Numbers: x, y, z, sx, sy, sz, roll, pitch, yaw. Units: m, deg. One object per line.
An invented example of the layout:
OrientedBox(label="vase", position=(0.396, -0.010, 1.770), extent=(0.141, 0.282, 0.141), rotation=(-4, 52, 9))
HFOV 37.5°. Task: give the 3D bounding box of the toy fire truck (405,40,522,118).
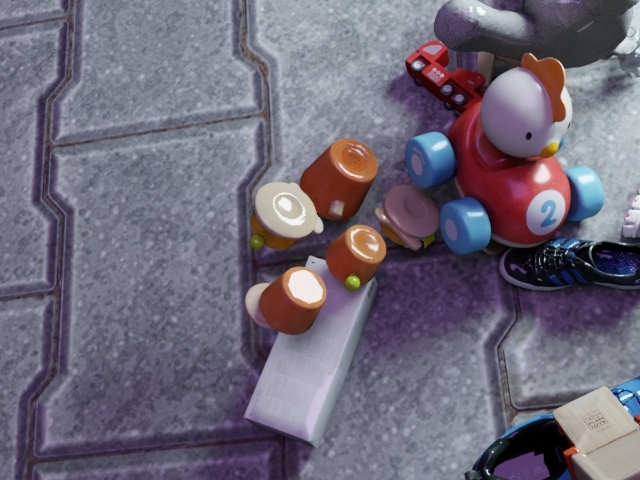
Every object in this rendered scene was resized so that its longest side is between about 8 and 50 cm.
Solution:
OrientedBox(label="toy fire truck", position=(0.234, -0.245, 1.388), extent=(0.135, 0.047, 0.192), rotation=(-43, 65, -7))

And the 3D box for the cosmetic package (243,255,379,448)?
OrientedBox(label="cosmetic package", position=(-0.009, 0.148, 1.272), extent=(0.099, 0.060, 0.239), rotation=(17, 73, 19))

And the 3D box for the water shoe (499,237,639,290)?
OrientedBox(label="water shoe", position=(0.338, 0.021, 1.240), extent=(0.203, 0.080, 0.073), rotation=(0, 68, 12))

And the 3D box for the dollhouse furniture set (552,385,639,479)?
OrientedBox(label="dollhouse furniture set", position=(0.351, 0.304, 1.050), extent=(0.262, 0.259, 0.135), rotation=(-25, 29, -1))

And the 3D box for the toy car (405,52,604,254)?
OrientedBox(label="toy car", position=(0.260, -0.126, 1.196), extent=(0.219, 0.238, 0.210), rotation=(-16, 65, -19))

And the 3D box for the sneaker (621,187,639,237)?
OrientedBox(label="sneaker", position=(0.470, -0.067, 1.259), extent=(0.075, 0.063, 0.170), rotation=(27, 81, 21))

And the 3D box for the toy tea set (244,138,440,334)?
OrientedBox(label="toy tea set", position=(0.000, 0.000, 1.263), extent=(0.200, 0.124, 0.336), rotation=(47, 49, 8))

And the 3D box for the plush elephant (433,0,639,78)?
OrientedBox(label="plush elephant", position=(0.336, -0.385, 1.294), extent=(0.272, 0.330, 0.255), rotation=(-31, 57, 41))

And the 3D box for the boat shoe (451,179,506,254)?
OrientedBox(label="boat shoe", position=(0.218, -0.047, 1.318), extent=(0.056, 0.048, 0.153), rotation=(-13, 71, -19))

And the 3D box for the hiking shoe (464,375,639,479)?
OrientedBox(label="hiking shoe", position=(0.322, 0.244, 1.124), extent=(0.304, 0.132, 0.113), rotation=(-28, 65, 0))
